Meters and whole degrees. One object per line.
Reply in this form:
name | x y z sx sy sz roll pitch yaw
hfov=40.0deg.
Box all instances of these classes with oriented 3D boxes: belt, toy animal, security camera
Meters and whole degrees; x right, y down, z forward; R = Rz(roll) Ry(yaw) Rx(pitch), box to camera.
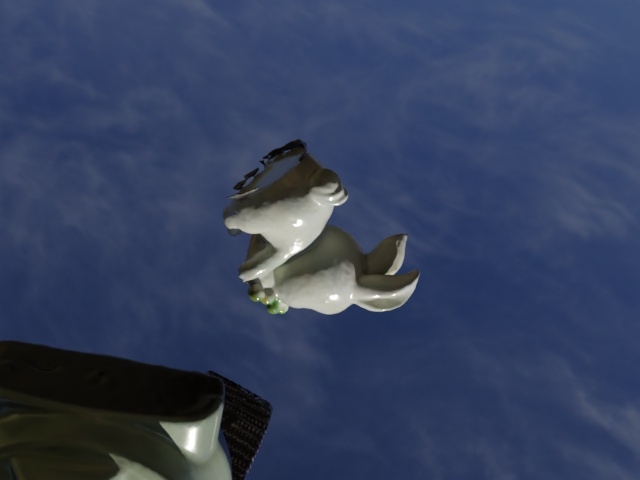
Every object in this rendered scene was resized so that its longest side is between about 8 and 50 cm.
belt | -0.171 0.300 0.984 0.122 0.324 0.260 29 -174 -4
toy animal | -0.005 0.001 1.442 0.310 0.247 0.182 57 -161 -18
security camera | -0.163 0.216 0.534 0.197 0.191 0.277 11 -152 -5
